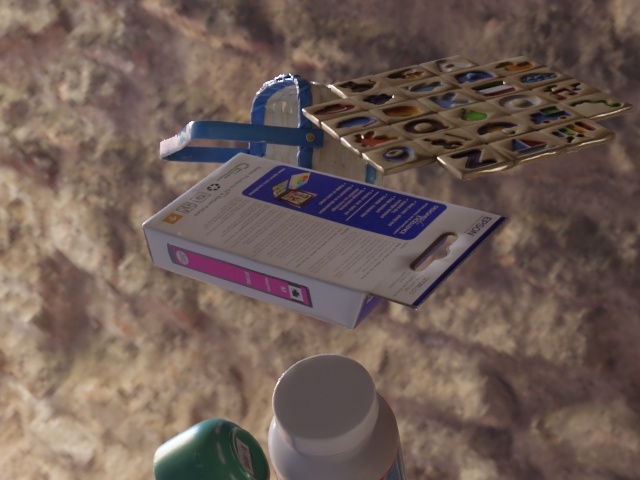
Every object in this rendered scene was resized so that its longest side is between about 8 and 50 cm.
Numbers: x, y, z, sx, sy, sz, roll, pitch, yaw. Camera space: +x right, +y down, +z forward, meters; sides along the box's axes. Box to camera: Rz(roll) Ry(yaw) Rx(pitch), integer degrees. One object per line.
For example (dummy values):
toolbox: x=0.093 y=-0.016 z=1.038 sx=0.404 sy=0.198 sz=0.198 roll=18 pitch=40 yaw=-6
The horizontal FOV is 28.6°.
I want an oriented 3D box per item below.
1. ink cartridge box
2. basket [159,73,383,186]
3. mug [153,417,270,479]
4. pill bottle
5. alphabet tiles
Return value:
ink cartridge box: x=0.000 y=0.000 z=1.345 sx=0.370 sy=0.175 sz=0.069 roll=14 pitch=-51 yaw=37
basket: x=-0.066 y=-0.131 z=1.765 sx=0.288 sy=0.201 sz=0.255 roll=6 pitch=-3 yaw=-17
mug: x=-0.112 y=0.287 z=1.475 sx=0.158 sy=0.097 sz=0.129 roll=58 pitch=16 yaw=1
pill bottle: x=0.012 y=0.149 z=0.839 sx=0.087 sy=0.087 sz=0.160 roll=28 pitch=-31 yaw=30
alphabet tiles: x=0.152 y=-0.140 z=1.356 sx=0.342 sy=0.285 sz=0.011 roll=-136 pitch=-146 yaw=-59
